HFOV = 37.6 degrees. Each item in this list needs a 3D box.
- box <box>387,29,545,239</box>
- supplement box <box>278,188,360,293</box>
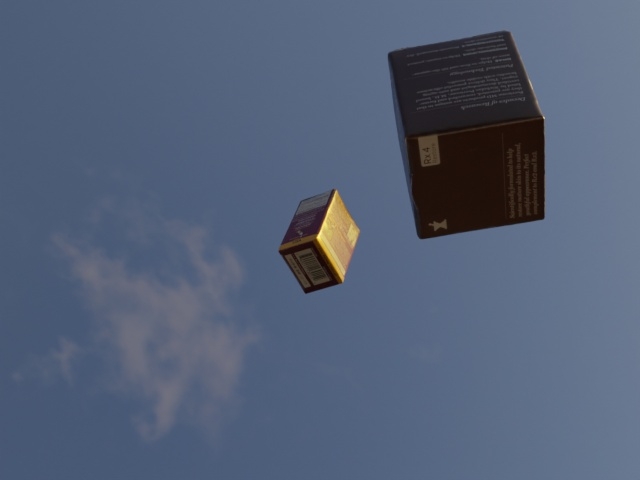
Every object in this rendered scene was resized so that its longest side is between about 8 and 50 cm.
[{"bbox_3d":[0.186,-0.138,1.215,0.167,0.203,0.168,-9,-47,4],"label":"box"},{"bbox_3d":[0.000,0.000,0.870,0.055,0.043,0.083,59,-150,-25],"label":"supplement box"}]
